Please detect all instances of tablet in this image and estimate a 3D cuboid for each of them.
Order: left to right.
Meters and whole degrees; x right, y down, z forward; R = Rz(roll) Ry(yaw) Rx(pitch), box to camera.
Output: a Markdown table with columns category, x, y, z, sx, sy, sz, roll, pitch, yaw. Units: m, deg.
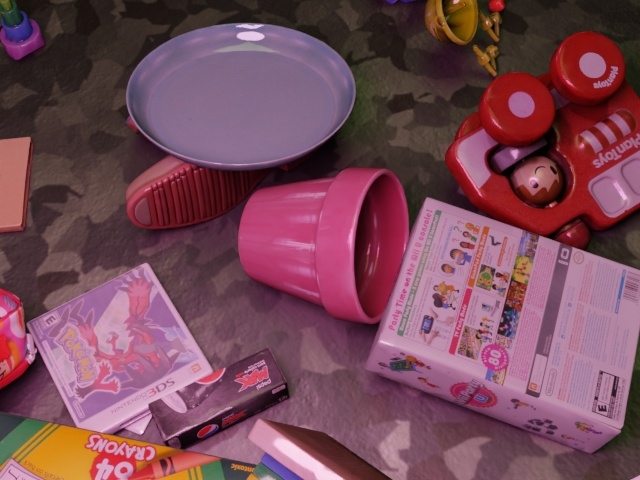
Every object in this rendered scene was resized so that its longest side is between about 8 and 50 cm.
| category | x | y | z | sx | sy | sz | roll | pitch | yaw |
| --- | --- | --- | --- | --- | --- | --- | --- | --- | --- |
| tablet | -0.254 | 0.213 | 1.220 | 0.083 | 0.006 | 0.054 | 19 | 61 | 13 |

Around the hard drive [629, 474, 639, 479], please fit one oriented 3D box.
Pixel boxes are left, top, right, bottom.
| category | x | y | z | sx | sy | sz | roll | pitch | yaw |
| --- | --- | --- | --- | --- | --- | --- | --- | --- | --- |
| hard drive | 0.501 | 0.377 | 1.066 | 0.203 | 0.040 | 0.308 | -23 | 60 | -11 |

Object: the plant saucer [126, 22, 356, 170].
| category | x | y | z | sx | sy | sz | roll | pitch | yaw |
| --- | --- | --- | --- | --- | --- | --- | --- | --- | --- |
| plant saucer | -0.109 | -0.198 | 1.322 | 0.317 | 0.044 | 0.318 | 0 | 46 | 0 |

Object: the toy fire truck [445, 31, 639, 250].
| category | x | y | z | sx | sy | sz | roll | pitch | yaw |
| --- | --- | --- | --- | --- | --- | --- | --- | --- | --- |
| toy fire truck | 0.343 | -0.122 | 1.324 | 0.302 | 0.169 | 0.254 | -31 | 80 | -15 |

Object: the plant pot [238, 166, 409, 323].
| category | x | y | z | sx | sy | sz | roll | pitch | yaw |
| --- | --- | --- | --- | --- | --- | --- | --- | --- | --- |
| plant pot | 0.000 | 0.000 | 1.242 | 0.180 | 0.201 | 0.201 | 6 | 57 | 24 |

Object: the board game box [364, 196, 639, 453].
| category | x | y | z | sx | sy | sz | roll | pitch | yaw |
| --- | --- | --- | --- | --- | --- | --- | --- | --- | --- |
| board game box | 0.236 | 0.103 | 1.190 | 0.303 | 0.097 | 0.224 | 20 | 60 | 3 |

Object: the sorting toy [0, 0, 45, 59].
| category | x | y | z | sx | sy | sz | roll | pitch | yaw |
| --- | --- | --- | --- | --- | --- | --- | --- | --- | --- |
| sorting toy | -0.610 | -0.428 | 1.561 | 0.365 | 0.126 | 0.127 | 32 | 65 | 21 |

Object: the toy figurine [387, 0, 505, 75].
| category | x | y | z | sx | sy | sz | roll | pitch | yaw |
| --- | --- | --- | --- | --- | --- | --- | --- | --- | --- |
| toy figurine | 0.168 | -0.425 | 1.551 | 0.217 | 0.191 | 0.363 | -9 | 61 | 33 |

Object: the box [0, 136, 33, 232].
| category | x | y | z | sx | sy | sz | roll | pitch | yaw |
| --- | --- | --- | --- | --- | --- | --- | --- | --- | --- |
| box | -0.534 | -0.077 | 1.402 | 0.201 | 0.021 | 0.165 | -6 | 58 | 0 |

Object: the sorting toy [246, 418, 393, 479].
| category | x | y | z | sx | sy | sz | roll | pitch | yaw |
| --- | --- | --- | --- | --- | --- | --- | --- | --- | --- |
| sorting toy | 0.049 | 0.307 | 1.017 | 0.255 | 0.257 | 0.089 | 31 | 86 | 21 |

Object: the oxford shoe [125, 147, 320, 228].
| category | x | y | z | sx | sy | sz | roll | pitch | yaw |
| --- | --- | --- | --- | --- | --- | --- | --- | --- | --- |
| oxford shoe | -0.145 | -0.132 | 1.369 | 0.348 | 0.123 | 0.130 | -29 | 59 | -27 |

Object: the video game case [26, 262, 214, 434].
| category | x | y | z | sx | sy | sz | roll | pitch | yaw |
| --- | --- | --- | --- | --- | --- | --- | --- | --- | --- |
| video game case | -0.266 | 0.144 | 1.247 | 0.183 | 0.023 | 0.201 | -28 | 59 | -16 |

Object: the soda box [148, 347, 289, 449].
| category | x | y | z | sx | sy | sz | roll | pitch | yaw |
| --- | --- | --- | --- | --- | --- | --- | --- | --- | --- |
| soda box | -0.127 | 0.202 | 1.193 | 0.168 | 0.053 | 0.060 | -24 | 61 | -13 |

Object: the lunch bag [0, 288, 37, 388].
| category | x | y | z | sx | sy | sz | roll | pitch | yaw |
| --- | --- | --- | --- | --- | --- | --- | --- | --- | --- |
| lunch bag | -0.497 | 0.147 | 1.128 | 0.258 | 0.120 | 0.293 | 14 | 31 | 26 |

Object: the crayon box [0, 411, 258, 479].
| category | x | y | z | sx | sy | sz | roll | pitch | yaw |
| --- | --- | --- | --- | --- | --- | --- | --- | --- | --- |
| crayon box | -0.261 | 0.378 | 1.045 | 0.362 | 0.106 | 0.313 | 10 | 54 | 6 |

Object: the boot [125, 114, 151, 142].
| category | x | y | z | sx | sy | sz | roll | pitch | yaw |
| --- | --- | --- | --- | --- | --- | --- | --- | --- | --- |
| boot | -0.195 | -0.212 | 1.456 | 0.106 | 0.082 | 0.219 | 40 | 57 | -3 |
